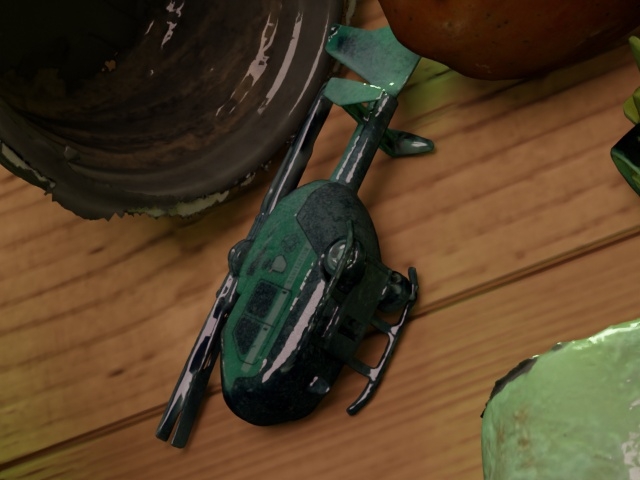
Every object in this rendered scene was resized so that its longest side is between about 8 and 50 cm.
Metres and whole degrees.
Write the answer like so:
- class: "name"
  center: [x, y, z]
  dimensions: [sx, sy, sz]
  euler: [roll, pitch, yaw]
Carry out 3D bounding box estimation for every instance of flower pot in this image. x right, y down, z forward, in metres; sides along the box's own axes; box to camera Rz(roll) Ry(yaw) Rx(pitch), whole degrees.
- class: "flower pot"
  center: [-0.110, -0.131, 0.737]
  dimensions: [0.141, 0.235, 0.235]
  euler: [12, 69, 54]

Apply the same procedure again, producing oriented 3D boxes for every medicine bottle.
- class: "medicine bottle"
  center: [0.140, 0.112, 0.526]
  dimensions: [0.147, 0.147, 0.143]
  euler: [-21, 61, 13]

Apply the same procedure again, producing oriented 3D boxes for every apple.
- class: "apple"
  center: [0.097, -0.152, 0.678]
  dimensions: [0.147, 0.156, 0.158]
  euler: [46, 117, 34]

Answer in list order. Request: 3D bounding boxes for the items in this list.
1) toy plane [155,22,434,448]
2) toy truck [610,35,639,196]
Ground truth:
- class: "toy plane"
  center: [0.000, 0.000, 0.701]
  dimensions: [0.096, 0.060, 0.235]
  euler: [16, 76, 43]
- class: "toy truck"
  center: [0.226, -0.019, 0.563]
  dimensions: [0.128, 0.135, 0.259]
  euler: [-40, 60, 1]
